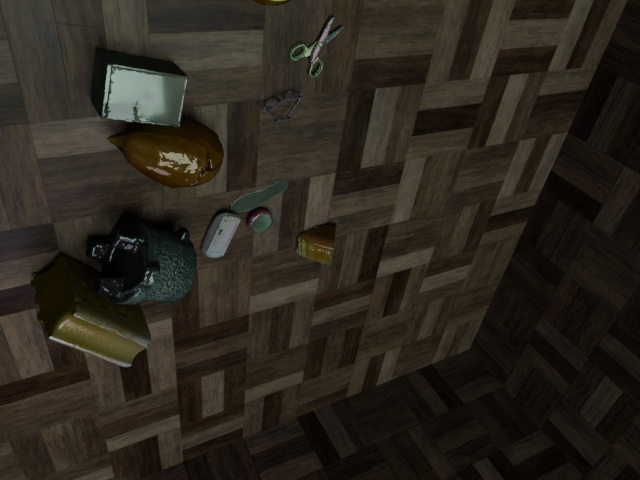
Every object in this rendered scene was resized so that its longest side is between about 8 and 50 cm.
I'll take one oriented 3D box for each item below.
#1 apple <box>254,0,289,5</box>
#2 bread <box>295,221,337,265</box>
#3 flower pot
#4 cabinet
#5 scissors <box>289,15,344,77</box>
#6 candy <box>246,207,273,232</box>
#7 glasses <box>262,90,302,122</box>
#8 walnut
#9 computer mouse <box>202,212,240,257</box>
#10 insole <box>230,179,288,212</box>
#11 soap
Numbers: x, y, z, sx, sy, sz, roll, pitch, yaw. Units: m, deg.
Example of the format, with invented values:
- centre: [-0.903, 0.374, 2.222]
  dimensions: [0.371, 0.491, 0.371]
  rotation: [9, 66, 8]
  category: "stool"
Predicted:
- centre: [-0.132, -0.697, 1.388]
  dimensions: [0.147, 0.163, 0.146]
  rotation: [-15, 128, -45]
  category: "apple"
- centre: [0.000, 0.000, 2.202]
  dimensions: [0.160, 0.169, 0.140]
  rotation: [-58, 160, -47]
  category: "bread"
- centre: [-0.566, 0.072, 1.683]
  dimensions: [0.283, 0.299, 0.299]
  rotation: [15, 117, -47]
  category: "flower pot"
- centre: [-0.487, -0.408, 1.412]
  dimensions: [0.206, 0.150, 0.144]
  rotation: [-1, 122, -35]
  category: "cabinet"
- centre: [-0.005, -0.617, 1.662]
  dimensions: [0.187, 0.020, 0.134]
  rotation: [-47, 134, 12]
  category: "scissors"
- centre: [-0.227, -0.076, 1.978]
  dimensions: [0.103, 0.043, 0.103]
  rotation: [-21, 136, -22]
  category: "candy"
- centre: [-0.119, -0.422, 1.728]
  dimensions: [0.140, 0.062, 0.103]
  rotation: [-24, 138, -14]
  category: "glasses"
- centre: [-0.447, -0.260, 1.544]
  dimensions: [0.337, 0.209, 0.208]
  rotation: [7, 123, -30]
  category: "walnut"
- centre: [-0.363, -0.022, 1.928]
  dimensions: [0.102, 0.045, 0.199]
  rotation: [8, 122, -39]
  category: "computer mouse"
- centre: [-0.222, -0.160, 1.935]
  dimensions: [0.232, 0.003, 0.080]
  rotation: [-26, 138, -13]
  category: "insole"
- centre: [-0.738, 0.232, 1.709]
  dimensions: [0.156, 0.293, 0.335]
  rotation: [-43, 138, 1]
  category: "soap"
